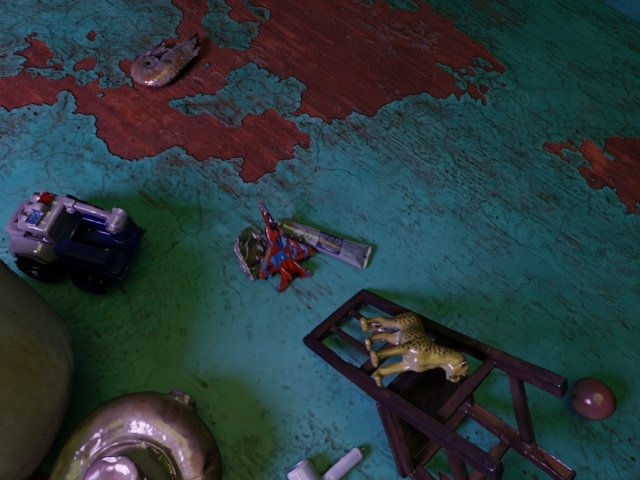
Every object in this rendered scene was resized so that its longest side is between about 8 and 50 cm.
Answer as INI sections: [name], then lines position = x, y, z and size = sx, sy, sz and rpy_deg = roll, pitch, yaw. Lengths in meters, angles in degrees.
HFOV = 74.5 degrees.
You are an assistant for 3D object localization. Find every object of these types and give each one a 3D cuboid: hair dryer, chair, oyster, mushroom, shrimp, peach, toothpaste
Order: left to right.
[mushroom]
position = -0.268, 0.342, 0.614
size = 0.255, 0.184, 0.254
rpy_deg = -1, 68, 3
[shrimp]
position = -0.389, -0.468, 1.069
size = 0.126, 0.047, 0.223
rpy_deg = 26, 63, 13
[oyster]
position = -0.144, 0.023, 0.885
size = 0.098, 0.037, 0.100
rpy_deg = 51, 42, -6
[toothpaste]
position = 0.000, 0.000, 0.919
size = 0.233, 0.038, 0.060
rpy_deg = 20, 65, -4
[hair dryer]
position = 0.019, 0.395, 0.723
size = 0.137, 0.047, 0.082
rpy_deg = -27, 71, -28
[chair]
position = 0.183, 0.286, 0.746
size = 0.203, 0.416, 0.240
rpy_deg = -36, 120, -24
[peach]
position = 0.549, 0.318, 0.847
size = 0.083, 0.083, 0.083
rpy_deg = 5, 63, -9

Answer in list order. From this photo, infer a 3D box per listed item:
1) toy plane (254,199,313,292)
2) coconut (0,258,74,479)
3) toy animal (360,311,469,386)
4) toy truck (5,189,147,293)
[toy plane]
position = -0.089, 0.006, 0.869
size = 0.130, 0.061, 0.189
rpy_deg = -26, 89, -23
[coconut]
position = -0.531, 0.179, 0.505
size = 0.345, 0.415, 0.415
rpy_deg = 2, 58, 26
[toy animal]
position = 0.141, 0.162, 0.680
size = 0.136, 0.181, 0.073
rpy_deg = -12, 105, 0
[toy truck]
position = -0.441, -0.012, 0.754
size = 0.213, 0.177, 0.161
rpy_deg = 15, 63, -4
